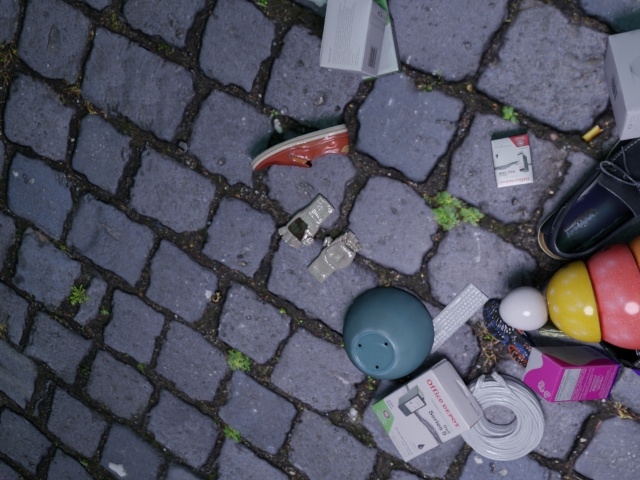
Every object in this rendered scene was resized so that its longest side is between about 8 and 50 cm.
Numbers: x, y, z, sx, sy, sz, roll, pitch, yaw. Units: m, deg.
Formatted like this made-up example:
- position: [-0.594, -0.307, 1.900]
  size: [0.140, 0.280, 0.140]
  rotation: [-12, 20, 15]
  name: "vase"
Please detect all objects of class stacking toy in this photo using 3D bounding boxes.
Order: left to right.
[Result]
- position: [0.699, 0.147, 1.298]
  size: [0.481, 0.351, 0.350]
  rotation: [-10, 98, 18]
  name: "stacking toy"

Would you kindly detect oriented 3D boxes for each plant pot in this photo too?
- position: [0.188, 0.308, 1.585]
  size: [0.291, 0.195, 0.289]
  rotation: [4, 102, 21]
  name: "plant pot"

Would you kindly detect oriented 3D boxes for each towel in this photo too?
- position: [0.660, 0.242, 1.447]
  size: [0.110, 0.148, 0.027]
  rotation: [5, 96, 17]
  name: "towel"

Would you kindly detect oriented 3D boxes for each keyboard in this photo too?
- position: [0.404, 0.244, 1.604]
  size: [0.072, 0.014, 0.256]
  rotation: [42, 110, 6]
  name: "keyboard"

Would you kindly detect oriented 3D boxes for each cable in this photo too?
- position: [0.543, 0.538, 1.581]
  size: [0.257, 0.089, 0.257]
  rotation: [36, 111, 8]
  name: "cable"

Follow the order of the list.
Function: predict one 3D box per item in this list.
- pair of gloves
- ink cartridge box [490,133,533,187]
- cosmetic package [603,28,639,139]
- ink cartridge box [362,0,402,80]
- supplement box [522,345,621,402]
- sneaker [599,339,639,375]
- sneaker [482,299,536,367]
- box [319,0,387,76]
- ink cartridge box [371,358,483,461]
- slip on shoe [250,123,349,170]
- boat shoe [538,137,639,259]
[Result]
- position: [0.000, 0.000, 1.671]
  size: [0.204, 0.042, 0.240]
  rotation: [-37, 89, 21]
  name: "pair of gloves"
- position: [0.533, -0.220, 1.438]
  size: [0.099, 0.056, 0.135]
  rotation: [-8, 98, 19]
  name: "ink cartridge box"
- position: [0.818, -0.383, 1.222]
  size: [0.225, 0.138, 0.223]
  rotation: [-8, 69, 21]
  name: "cosmetic package"
- position: [0.159, -0.575, 1.483]
  size: [0.109, 0.062, 0.209]
  rotation: [-9, 99, 21]
  name: "ink cartridge box"
- position: [0.688, 0.364, 1.424]
  size: [0.220, 0.111, 0.113]
  rotation: [5, 106, -22]
  name: "supplement box"
- position: [0.860, 0.317, 1.397]
  size: [0.293, 0.146, 0.102]
  rotation: [35, 110, 9]
  name: "sneaker"
- position: [0.560, 0.273, 1.526]
  size: [0.083, 0.087, 0.221]
  rotation: [-40, 70, 24]
  name: "sneaker"
- position: [0.090, -0.541, 1.381]
  size: [0.119, 0.181, 0.181]
  rotation: [13, 106, 17]
  name: "box"
- position: [0.323, 0.520, 1.586]
  size: [0.273, 0.115, 0.198]
  rotation: [-45, 69, 33]
  name: "ink cartridge box"
- position: [-0.065, -0.267, 1.599]
  size: [0.332, 0.123, 0.101]
  rotation: [-14, 101, 16]
  name: "slip on shoe"
- position: [0.777, -0.133, 1.326]
  size: [0.187, 0.156, 0.500]
  rotation: [45, 110, 7]
  name: "boat shoe"
